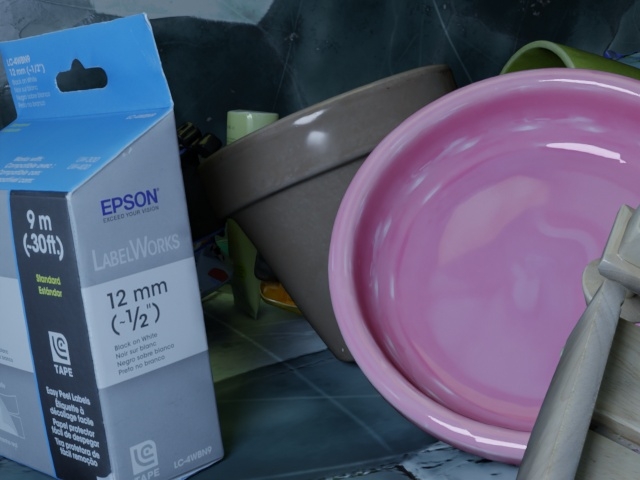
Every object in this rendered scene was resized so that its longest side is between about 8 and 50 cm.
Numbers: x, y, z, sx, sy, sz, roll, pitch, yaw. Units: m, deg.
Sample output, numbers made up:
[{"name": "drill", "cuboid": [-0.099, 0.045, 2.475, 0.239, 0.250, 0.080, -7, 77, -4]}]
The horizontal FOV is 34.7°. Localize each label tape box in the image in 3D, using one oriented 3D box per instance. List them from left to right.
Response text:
[{"name": "label tape box", "cuboid": [-0.214, 0.009, 0.825, 0.115, 0.348, 0.249, -19, 16, -41]}]

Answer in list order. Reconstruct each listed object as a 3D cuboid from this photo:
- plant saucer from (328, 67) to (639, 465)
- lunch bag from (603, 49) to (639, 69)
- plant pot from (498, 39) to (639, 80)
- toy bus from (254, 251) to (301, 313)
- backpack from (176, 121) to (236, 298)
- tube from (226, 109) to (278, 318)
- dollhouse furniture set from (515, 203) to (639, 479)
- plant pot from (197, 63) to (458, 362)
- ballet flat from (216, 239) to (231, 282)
[{"name": "plant saucer", "cuboid": [0.175, 0.020, 0.793, 0.332, 0.332, 0.084, -5, -31, 13]}, {"name": "lunch bag", "cuboid": [0.582, -0.251, 1.726, 0.221, 0.138, 0.293, -20, 45, -27]}, {"name": "plant pot", "cuboid": [0.338, -0.049, 1.041, 0.293, 0.275, 0.275, 4, 9, -13]}, {"name": "toy bus", "cuboid": [0.000, 0.000, 1.200, 0.149, 0.220, 0.211, 12, -20, -5]}, {"name": "backpack", "cuboid": [-0.221, -0.008, 1.185, 0.276, 0.213, 0.263, -22, 15, -3]}, {"name": "tube", "cuboid": [-0.085, -0.033, 1.212, 0.062, 0.240, 0.070, 6, 10, 20]}, {"name": "dollhouse furniture set", "cuboid": [0.235, 0.158, 0.501, 0.303, 0.174, 0.355, 27, 50, 6]}, {"name": "plant pot", "cuboid": [0.045, -0.016, 0.985, 0.263, 0.229, 0.263, -23, 1, 0]}, {"name": "ballet flat", "cuboid": [-0.095, 0.036, 1.378, 0.052, 0.057, 0.168, 18, -2, -37]}]
